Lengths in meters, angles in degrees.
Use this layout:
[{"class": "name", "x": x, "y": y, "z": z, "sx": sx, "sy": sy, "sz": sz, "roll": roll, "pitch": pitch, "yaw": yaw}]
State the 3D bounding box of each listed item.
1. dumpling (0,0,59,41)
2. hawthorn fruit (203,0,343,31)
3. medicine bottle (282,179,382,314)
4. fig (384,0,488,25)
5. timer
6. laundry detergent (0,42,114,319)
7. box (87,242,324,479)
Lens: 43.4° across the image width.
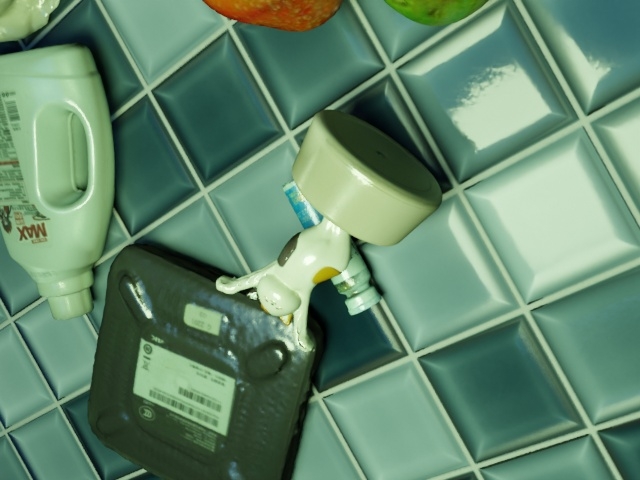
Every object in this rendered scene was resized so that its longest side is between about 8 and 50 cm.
[{"class": "dumpling", "x": -0.465, "y": -0.377, "z": 1.139, "sx": 0.258, "sy": 0.147, "sz": 0.193, "roll": -33, "pitch": 128, "yaw": 20}, {"class": "hawthorn fruit", "x": -0.075, "y": -0.344, "z": 0.910, "sx": 0.253, "sy": 0.205, "sz": 0.205, "roll": 15, "pitch": 111, "yaw": 29}, {"class": "medicine bottle", "x": 0.016, "y": 0.002, "z": 1.041, "sx": 0.051, "sy": 0.051, "sz": 0.191, "roll": -29, "pitch": 89, "yaw": 31}, {"class": "fig", "x": 0.124, "y": -0.316, "z": 0.829, "sx": 0.181, "sy": 0.181, "sz": 0.191, "roll": 27, "pitch": 144, "yaw": 19}, {"class": "timer", "x": 0.000, "y": 0.000, "z": 0.962, "sx": 0.175, "sy": 0.175, "sz": 0.266, "roll": 41, "pitch": 113, "yaw": 12}, {"class": "laundry detergent", "x": -0.401, "y": -0.077, "z": 1.198, "sx": 0.264, "sy": 0.125, "sz": 0.397, "roll": -3, "pitch": 104, "yaw": 28}, {"class": "box", "x": -0.183, "y": 0.204, "z": 1.182, "sx": 0.359, "sy": 0.091, "sz": 0.350, "roll": 21, "pitch": 113, "yaw": 19}]
